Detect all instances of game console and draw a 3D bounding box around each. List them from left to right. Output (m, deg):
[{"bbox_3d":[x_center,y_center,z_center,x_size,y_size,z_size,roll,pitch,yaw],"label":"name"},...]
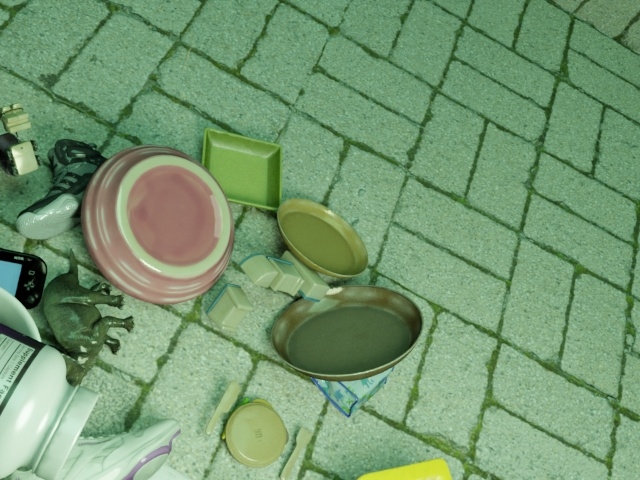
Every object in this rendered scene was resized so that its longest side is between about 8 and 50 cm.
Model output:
[{"bbox_3d":[-0.664,0.030,1.491,0.361,0.213,0.044,13,19,-21],"label":"game console"}]

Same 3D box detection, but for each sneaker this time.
[{"bbox_3d":[-0.521,-0.109,1.709,0.153,0.101,0.268,48,47,10],"label":"sneaker"},{"bbox_3d":[-0.378,0.368,1.458,0.305,0.114,0.152,-26,61,-39],"label":"sneaker"}]

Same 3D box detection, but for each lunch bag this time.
[{"bbox_3d":[0.053,0.260,1.750,0.151,0.096,0.129,40,50,20],"label":"lunch bag"}]

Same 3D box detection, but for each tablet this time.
[{"bbox_3d":[-0.276,0.434,1.534,0.083,0.006,0.054,32,52,-3],"label":"tablet"}]

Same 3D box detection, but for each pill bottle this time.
[{"bbox_3d":[-0.456,0.183,1.079,0.323,0.181,0.181,27,52,-8],"label":"pill bottle"}]

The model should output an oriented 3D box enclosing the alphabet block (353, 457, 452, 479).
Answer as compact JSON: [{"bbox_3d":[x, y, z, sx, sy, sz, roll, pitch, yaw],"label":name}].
[{"bbox_3d":[0.135,0.526,1.548,0.193,0.197,0.192,-6,62,-28],"label":"alphabet block"}]

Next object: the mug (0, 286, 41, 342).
[{"bbox_3d":[-0.601,0.276,1.276,0.276,0.328,0.374,30,52,-4],"label":"mug"}]

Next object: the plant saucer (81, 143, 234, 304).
[{"bbox_3d":[-0.307,-0.040,1.709,0.332,0.084,0.332,11,71,-35],"label":"plant saucer"}]

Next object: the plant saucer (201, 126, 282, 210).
[{"bbox_3d":[-0.182,-0.151,1.926,0.188,0.045,0.188,12,55,-19],"label":"plant saucer"}]

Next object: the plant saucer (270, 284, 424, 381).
[{"bbox_3d":[0.056,0.191,1.727,0.311,0.050,0.310,-8,29,4],"label":"plant saucer"}]

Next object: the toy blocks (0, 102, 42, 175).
[{"bbox_3d":[-0.748,-0.229,1.586,0.260,0.288,0.309,17,35,42],"label":"toy blocks"}]

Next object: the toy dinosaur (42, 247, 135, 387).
[{"bbox_3d":[-0.446,0.135,1.574,0.160,0.121,0.313,3,62,-39],"label":"toy dinosaur"}]

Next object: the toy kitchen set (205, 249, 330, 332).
[{"bbox_3d":[-0.121,0.106,1.773,0.207,0.166,0.122,20,22,-48],"label":"toy kitchen set"}]

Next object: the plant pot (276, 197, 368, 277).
[{"bbox_3d":[0.000,0.000,1.884,0.236,0.032,0.236,27,31,-18],"label":"plant pot"}]

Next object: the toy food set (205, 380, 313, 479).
[{"bbox_3d":[-0.123,0.369,1.634,0.192,0.038,0.132,35,59,-8],"label":"toy food set"}]
